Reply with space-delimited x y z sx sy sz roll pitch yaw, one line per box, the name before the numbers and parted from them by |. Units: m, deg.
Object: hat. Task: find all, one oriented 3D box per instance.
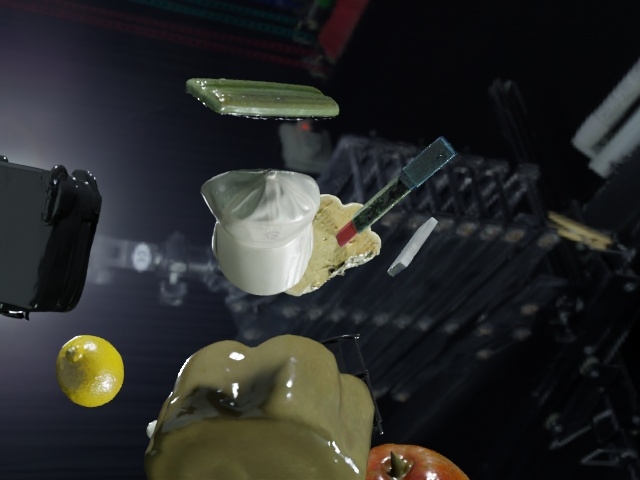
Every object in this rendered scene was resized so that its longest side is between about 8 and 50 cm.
hat | -0.102 -0.011 1.563 0.164 0.219 0.226 180 -91 -81

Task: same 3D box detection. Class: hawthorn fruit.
hawthorn fruit | 0.193 0.663 2.078 0.403 0.402 0.403 -172 -90 -68

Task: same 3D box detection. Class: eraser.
eraser | 0.227 0.016 2.136 0.150 0.023 0.104 -53 -179 -21

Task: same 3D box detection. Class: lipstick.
lipstick | 0.147 -0.097 1.802 0.312 0.051 0.051 -40 180 20

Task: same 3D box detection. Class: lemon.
lemon | -0.642 0.363 2.423 0.187 0.187 0.244 -108 -176 -47

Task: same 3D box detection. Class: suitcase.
suitcase | -0.660 -0.011 1.839 0.188 0.345 0.339 23 79 -71

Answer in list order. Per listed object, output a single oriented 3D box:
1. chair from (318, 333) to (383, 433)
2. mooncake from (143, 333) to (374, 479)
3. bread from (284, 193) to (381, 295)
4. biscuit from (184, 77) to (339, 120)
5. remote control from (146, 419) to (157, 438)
chair | 0.068 0.408 2.385 0.141 0.154 0.260 79 -4 -60
mooncake | -0.123 0.409 1.807 0.262 0.467 0.467 -82 -165 -49
bread | 0.000 0.000 1.862 0.182 0.251 0.039 64 -16 -2
biscuit | -0.085 -0.241 1.476 0.099 0.322 0.038 41 -61 29
remote control | -0.338 0.424 2.006 0.074 0.122 0.032 57 -18 -21
